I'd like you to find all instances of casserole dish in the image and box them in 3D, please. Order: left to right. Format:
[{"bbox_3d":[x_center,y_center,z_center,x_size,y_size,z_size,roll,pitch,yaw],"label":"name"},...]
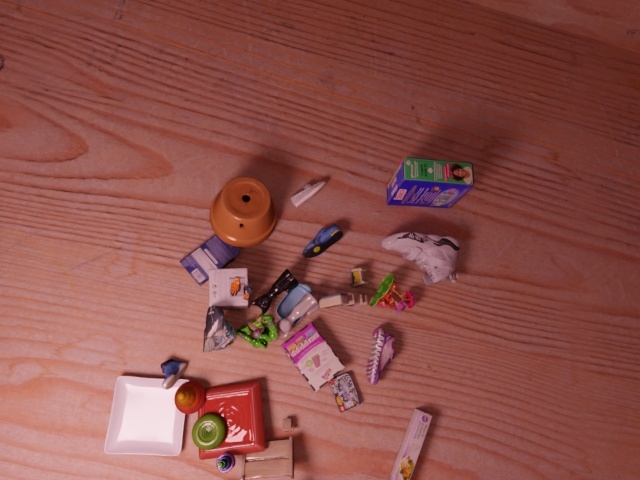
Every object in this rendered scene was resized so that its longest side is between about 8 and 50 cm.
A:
[{"bbox_3d":[-0.108,0.274,1.816,0.114,0.037,0.188,36,73,3],"label":"casserole dish"}]

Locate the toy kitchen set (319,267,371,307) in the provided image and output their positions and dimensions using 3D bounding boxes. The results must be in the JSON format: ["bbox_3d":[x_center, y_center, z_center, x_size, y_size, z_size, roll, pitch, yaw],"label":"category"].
[{"bbox_3d":[0.100,0.199,1.812,0.207,0.122,0.165,10,68,-46],"label":"toy kitchen set"}]

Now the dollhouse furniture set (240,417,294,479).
[{"bbox_3d":[-0.244,0.900,1.633,0.304,0.173,0.355,-6,46,4],"label":"dollhouse furniture set"}]

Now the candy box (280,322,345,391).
[{"bbox_3d":[-0.033,0.480,1.753,0.159,0.071,0.233,-35,82,-15],"label":"candy box"}]

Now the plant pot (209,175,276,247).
[{"bbox_3d":[-0.322,-0.137,1.791,0.291,0.203,0.290,4,70,-11],"label":"plant pot"}]

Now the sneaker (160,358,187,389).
[{"bbox_3d":[-0.591,0.513,1.639,0.085,0.152,0.058,18,112,7],"label":"sneaker"}]

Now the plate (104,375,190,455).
[{"bbox_3d":[-0.659,0.672,1.632,0.278,0.045,0.277,5,74,-7],"label":"plate"}]

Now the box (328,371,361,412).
[{"bbox_3d":[0.098,0.627,1.755,0.094,0.027,0.136,-21,79,-11],"label":"box"}]

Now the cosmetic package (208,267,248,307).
[{"bbox_3d":[-0.369,0.201,1.723,0.152,0.183,0.151,-2,75,-9],"label":"cosmetic package"}]

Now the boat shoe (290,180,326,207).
[{"bbox_3d":[-0.057,-0.225,1.946,0.184,0.066,0.063,-39,84,-5],"label":"boat shoe"}]

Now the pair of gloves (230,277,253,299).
[{"bbox_3d":[-0.304,0.186,1.635,0.083,0.010,0.074,17,73,-6],"label":"pair of gloves"}]

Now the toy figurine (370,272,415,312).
[{"bbox_3d":[0.331,0.257,1.852,0.159,0.130,0.173,33,95,-8],"label":"toy figurine"}]

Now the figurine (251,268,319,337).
[{"bbox_3d":[-0.144,0.265,1.758,0.209,0.092,0.215,-43,85,-7],"label":"figurine"}]

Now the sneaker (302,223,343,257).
[{"bbox_3d":[0.000,0.000,1.897,0.209,0.069,0.082,-35,49,-6],"label":"sneaker"}]

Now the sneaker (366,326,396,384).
[{"bbox_3d":[0.262,0.491,1.784,0.105,0.095,0.236,18,73,-10],"label":"sneaker"}]

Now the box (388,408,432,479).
[{"bbox_3d":[0.359,0.850,1.712,0.063,0.067,0.323,26,73,-1],"label":"box"}]

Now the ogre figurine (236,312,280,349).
[{"bbox_3d":[-0.249,0.375,1.723,0.197,0.097,0.118,-35,104,7],"label":"ogre figurine"}]

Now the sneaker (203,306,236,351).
[{"bbox_3d":[-0.386,0.341,1.652,0.122,0.283,0.110,3,54,-18],"label":"sneaker"}]

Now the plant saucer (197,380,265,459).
[{"bbox_3d":[-0.352,0.689,1.630,0.259,0.047,0.258,-8,70,1],"label":"plant saucer"}]

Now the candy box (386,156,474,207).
[{"bbox_3d":[0.483,-0.253,1.914,0.318,0.268,0.122,2,72,-7],"label":"candy box"}]

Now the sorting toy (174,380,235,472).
[{"bbox_3d":[-0.433,0.678,1.546,0.127,0.126,0.365,-33,71,-12],"label":"sorting toy"}]

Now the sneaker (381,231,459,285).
[{"bbox_3d":[0.452,0.083,1.888,0.366,0.137,0.210,4,72,-10],"label":"sneaker"}]

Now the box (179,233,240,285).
[{"bbox_3d":[-0.469,0.073,1.820,0.225,0.036,0.136,-40,84,-15],"label":"box"}]
